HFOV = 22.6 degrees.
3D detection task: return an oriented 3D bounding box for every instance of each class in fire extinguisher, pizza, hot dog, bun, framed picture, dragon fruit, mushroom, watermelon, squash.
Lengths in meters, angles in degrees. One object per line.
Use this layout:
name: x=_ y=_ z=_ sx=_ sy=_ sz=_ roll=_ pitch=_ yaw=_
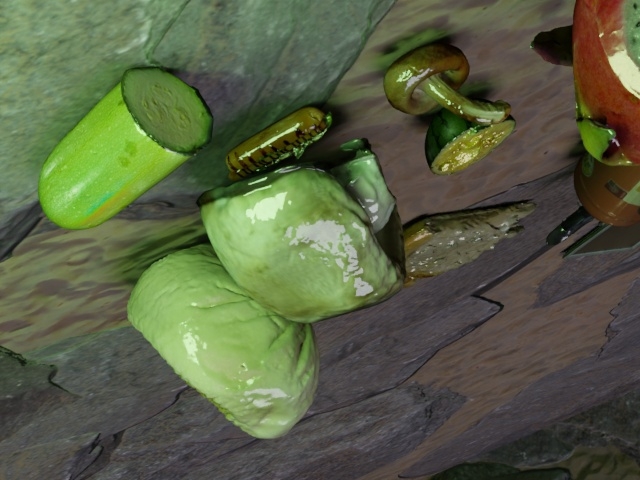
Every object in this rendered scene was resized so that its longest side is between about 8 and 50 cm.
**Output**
fire extinguisher: x=0.428 y=-0.115 z=1.979 sx=0.200 sy=0.113 sz=0.376 roll=-14 pitch=159 yaw=-29
pizza: x=0.179 y=0.007 z=2.132 sx=0.262 sy=0.034 sz=0.181 roll=-12 pitch=158 yaw=-32
hot dog: x=-0.042 y=-0.094 z=1.585 sx=0.122 sy=0.037 sz=0.049 roll=-31 pitch=156 yaw=18
bun: x=-0.094 y=0.102 z=1.781 sx=0.153 sy=0.244 sz=0.244 roll=-43 pitch=161 yaw=-3
framed picture: x=0.472 y=-0.017 z=2.462 sx=0.183 sy=0.011 sz=0.142 roll=-6 pitch=154 yaw=-44
dragon fruit: x=0.336 y=-0.186 z=1.422 sx=0.290 sy=0.291 sz=0.189 roll=-35 pitch=158 yaw=30
mushroom: x=-0.008 y=0.003 z=1.628 sx=0.189 sy=0.164 sz=0.267 roll=-20 pitch=179 yaw=3
watermelon: x=0.153 y=-0.117 z=1.717 sx=0.105 sy=0.062 sz=0.105 roll=-29 pitch=162 yaw=-10
squash: x=-0.186 y=-0.066 z=1.401 sx=0.095 sy=0.095 sz=0.188 roll=-2 pitch=152 yaw=-48
mushroom: x=0.122 y=-0.150 z=1.559 sx=0.129 sy=0.073 sz=0.088 roll=18 pitch=130 yaw=-13
